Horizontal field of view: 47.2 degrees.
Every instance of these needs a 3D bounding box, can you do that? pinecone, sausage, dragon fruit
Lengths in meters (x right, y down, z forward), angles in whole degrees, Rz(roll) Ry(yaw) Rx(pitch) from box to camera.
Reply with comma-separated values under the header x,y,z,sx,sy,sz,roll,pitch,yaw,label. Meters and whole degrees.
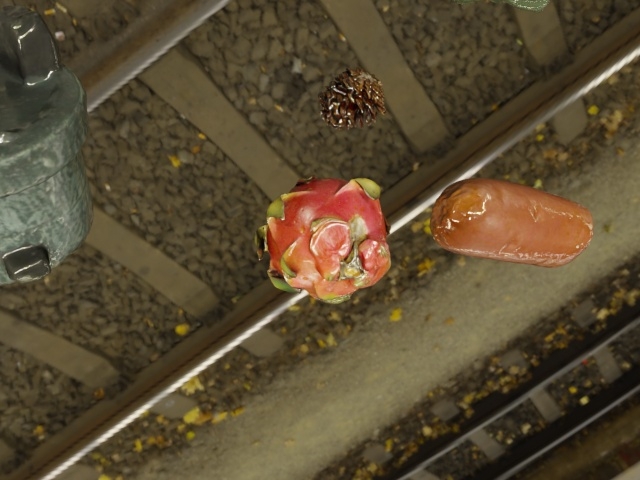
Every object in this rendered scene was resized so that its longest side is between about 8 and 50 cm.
x,y,z,sx,sy,sz,roll,pitch,yaw,label
0.038,-0.169,0.890,0.083,0.077,0.077,-28,145,20,pinecone
0.258,-0.024,1.003,0.259,0.113,0.113,9,128,-36,sausage
0.001,0.000,0.479,0.086,0.081,0.116,6,176,-10,dragon fruit

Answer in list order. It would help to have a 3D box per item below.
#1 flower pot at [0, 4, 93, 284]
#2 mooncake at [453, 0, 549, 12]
x,y,z,sx,sy,sz,roll,pitch,yaw,label
-0.421,-0.108,0.859,0.299,0.299,0.282,-14,136,-21,flower pot
0.261,-0.393,1.052,0.175,0.104,0.168,0,166,41,mooncake
